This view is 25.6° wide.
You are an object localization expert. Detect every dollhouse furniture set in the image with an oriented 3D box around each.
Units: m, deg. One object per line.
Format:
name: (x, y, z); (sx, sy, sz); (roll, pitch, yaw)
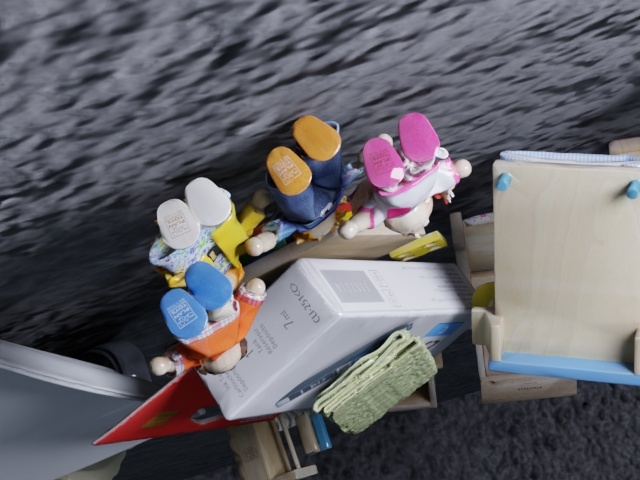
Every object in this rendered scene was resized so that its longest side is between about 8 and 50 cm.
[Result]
dollhouse furniture set: (0.277, -0.048, 1.201); (0.303, 0.286, 0.198); (2, -154, 18)
dollhouse furniture set: (-0.061, 0.180, 1.535); (0.129, 0.184, 0.129); (-27, 165, 34)
dollhouse furniture set: (0.181, -0.004, 1.438); (0.303, 0.174, 0.355); (-7, 139, 6)

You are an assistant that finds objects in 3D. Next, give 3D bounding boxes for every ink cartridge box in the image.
ink cartridge box: (-0.016, 0.119, 1.243); (0.261, 0.066, 0.296); (-43, 159, 22)

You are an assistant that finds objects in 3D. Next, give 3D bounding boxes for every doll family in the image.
doll family: (-0.029, -0.015, 0.970); (0.263, 0.118, 0.163); (-35, 163, -8)

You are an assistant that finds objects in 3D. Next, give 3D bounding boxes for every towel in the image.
towel: (0.049, 0.123, 1.217); (0.110, 0.027, 0.148); (-37, 160, 2)

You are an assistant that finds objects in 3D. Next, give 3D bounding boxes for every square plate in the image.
square plate: (-0.338, 0.164, 1.246); (0.347, 0.049, 0.344); (-25, 153, 27)

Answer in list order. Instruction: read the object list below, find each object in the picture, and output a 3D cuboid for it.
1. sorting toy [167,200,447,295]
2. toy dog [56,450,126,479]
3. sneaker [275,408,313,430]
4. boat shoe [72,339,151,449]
sorting toy: (0.000, 0.000, 1.162); (0.132, 0.046, 0.274); (-27, 165, 33)
toy dog: (-0.471, 0.407, 1.728); (0.408, 0.285, 0.395); (-24, 166, 33)
sneaker: (0.026, 0.163, 1.785); (0.293, 0.102, 0.146); (-28, 165, 38)
boat shoe: (-0.273, 0.177, 1.430); (0.102, 0.108, 0.301); (-8, 170, -38)
